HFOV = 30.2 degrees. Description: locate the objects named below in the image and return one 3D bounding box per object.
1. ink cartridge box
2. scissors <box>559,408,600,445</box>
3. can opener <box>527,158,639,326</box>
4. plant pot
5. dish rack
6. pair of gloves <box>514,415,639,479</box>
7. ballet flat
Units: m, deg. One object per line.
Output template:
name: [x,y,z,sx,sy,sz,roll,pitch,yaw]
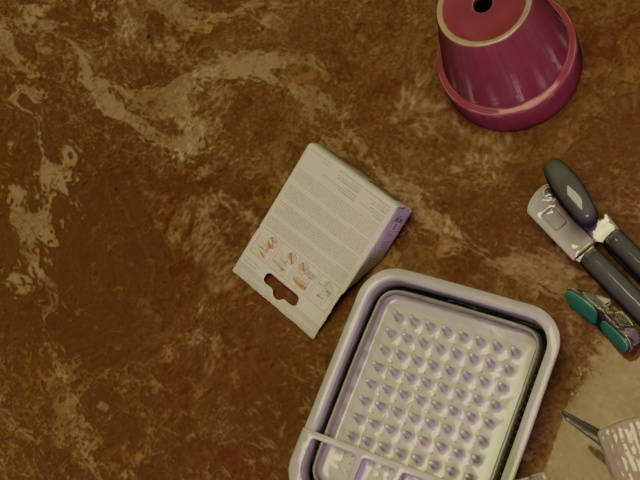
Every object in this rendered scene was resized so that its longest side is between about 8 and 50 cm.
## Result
ink cartridge box: [0.000,0.000,1.684,0.181,0.056,0.225,38,105,30]
scissors: [0.399,0.267,1.313,0.109,0.021,0.297,-42,59,4]
can opener: [0.364,0.018,1.497,0.074,0.093,0.280,-40,65,2]
plant pot: [0.242,-0.275,1.611,0.201,0.180,0.201,-8,67,19]
dish rack: [0.138,0.219,1.512,0.285,0.072,0.333,15,76,28]
pair of gloves: [0.312,0.325,1.302,0.240,0.042,0.204,-32,62,18]
ballet flat: [0.360,0.095,1.496,0.041,0.041,0.114,-44,60,0]
